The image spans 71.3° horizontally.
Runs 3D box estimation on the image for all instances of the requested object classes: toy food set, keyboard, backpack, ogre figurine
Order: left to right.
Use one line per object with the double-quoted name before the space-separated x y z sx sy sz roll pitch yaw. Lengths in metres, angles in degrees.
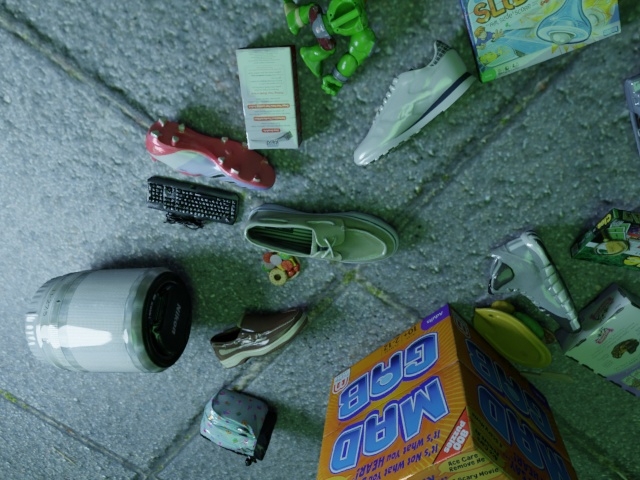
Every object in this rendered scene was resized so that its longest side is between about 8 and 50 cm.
"keyboard" -0.264 -0.063 0.908 0.192 0.038 0.100 12 119 3
"backpack" -0.208 0.461 1.131 0.182 0.152 0.115 21 103 1
"toy food set" -0.084 0.053 0.951 0.083 0.020 0.082 -25 111 20
"ogre figurine" 0.016 -0.333 0.689 0.118 0.097 0.196 -14 104 28
"toy food set" 0.416 0.194 0.924 0.218 0.071 0.128 45 152 -9

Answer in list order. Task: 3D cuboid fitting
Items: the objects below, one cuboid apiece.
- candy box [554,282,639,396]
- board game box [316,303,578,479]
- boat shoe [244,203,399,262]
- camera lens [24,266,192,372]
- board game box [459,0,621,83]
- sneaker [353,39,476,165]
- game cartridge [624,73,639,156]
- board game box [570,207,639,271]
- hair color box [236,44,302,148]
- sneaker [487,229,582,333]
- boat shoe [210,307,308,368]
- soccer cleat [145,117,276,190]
"candy box" 0.612 0.202 0.894 0.196 0.070 0.164 30 118 -8
"board game box" 0.250 0.431 0.910 0.356 0.356 0.356 43 116 -14
"boat shoe" 0.000 0.000 0.867 0.303 0.094 0.109 7 119 5
"camera lens" -0.434 0.169 0.954 0.275 0.219 0.219 -3 117 10
"board game box" 0.326 -0.340 0.669 0.201 0.035 0.136 -18 114 17
"sneaker" 0.138 -0.218 0.746 0.235 0.090 0.094 -39 93 21
"game cartridge" 0.625 -0.163 0.708 0.196 0.060 0.294 -20 113 22
"board game box" 0.606 0.015 0.786 0.260 0.030 0.136 11 150 3
"hair color box" -0.085 -0.246 0.774 0.093 0.053 0.167 1 117 7
"sneaker" 0.403 0.096 0.872 0.132 0.086 0.228 -26 101 26
"boat shoe" -0.150 0.206 1.004 0.258 0.095 0.095 -31 103 23
"soccer cleat" -0.205 -0.148 0.841 0.248 0.083 0.095 20 148 -8
